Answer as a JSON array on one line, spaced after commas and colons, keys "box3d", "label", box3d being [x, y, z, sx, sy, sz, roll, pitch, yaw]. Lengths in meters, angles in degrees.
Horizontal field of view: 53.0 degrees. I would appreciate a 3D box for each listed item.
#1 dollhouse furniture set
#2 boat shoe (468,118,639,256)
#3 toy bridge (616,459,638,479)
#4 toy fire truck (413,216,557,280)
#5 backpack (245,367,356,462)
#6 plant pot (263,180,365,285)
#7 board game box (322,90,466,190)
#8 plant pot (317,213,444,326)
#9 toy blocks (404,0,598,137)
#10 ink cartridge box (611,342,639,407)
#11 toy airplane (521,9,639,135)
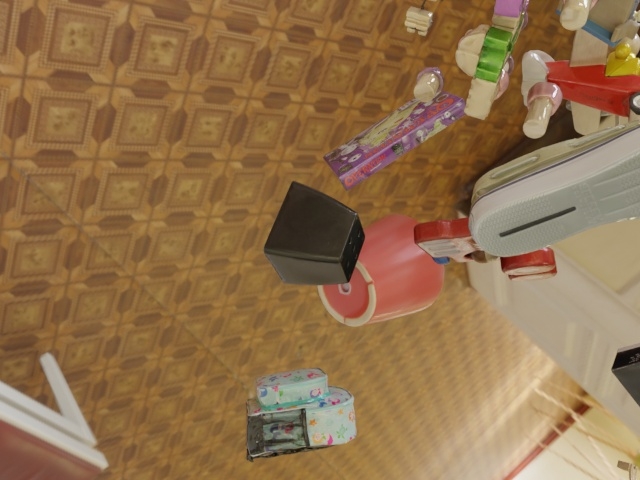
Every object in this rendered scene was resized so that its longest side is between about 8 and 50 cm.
[{"box3d": [0.588, -0.493, 1.099, 0.198, 0.303, 0.286, -44, 155, -10], "label": "dollhouse furniture set"}, {"box3d": [0.292, -0.075, 0.647, 0.302, 0.094, 0.109, -17, 131, 20], "label": "boat shoe"}, {"box3d": [0.612, 0.546, 1.301, 0.026, 0.063, 0.188, 32, 72, -20], "label": "toy bridge"}, {"box3d": [0.339, -0.004, 1.308, 0.253, 0.170, 0.302, -7, 167, 20], "label": "toy fire truck"}, {"box3d": [-0.045, 0.395, 1.480, 0.253, 0.191, 0.225, 0, 177, -7], "label": "backpack"}, {"box3d": [0.000, 0.000, 1.471, 0.187, 0.166, 0.188, 66, 41, -60], "label": "plant pot"}, {"box3d": [0.178, -0.260, 1.599, 0.346, 0.208, 0.056, -33, 118, 2], "label": "board game box"}, {"box3d": [0.140, 0.090, 1.646, 0.243, 0.275, 0.275, -19, 139, -43], "label": "plant pot"}, {"box3d": [0.337, -0.405, 1.207, 0.289, 0.308, 0.260, 94, 20, -47], "label": "toy blocks"}, {"box3d": [0.627, 0.288, 1.001, 0.165, 0.333, 0.065, -36, -173, 47], "label": "ink cartridge box"}, {"box3d": [0.715, -0.440, 1.661, 0.384, 0.386, 0.272, 38, 75, -13], "label": "toy airplane"}]
